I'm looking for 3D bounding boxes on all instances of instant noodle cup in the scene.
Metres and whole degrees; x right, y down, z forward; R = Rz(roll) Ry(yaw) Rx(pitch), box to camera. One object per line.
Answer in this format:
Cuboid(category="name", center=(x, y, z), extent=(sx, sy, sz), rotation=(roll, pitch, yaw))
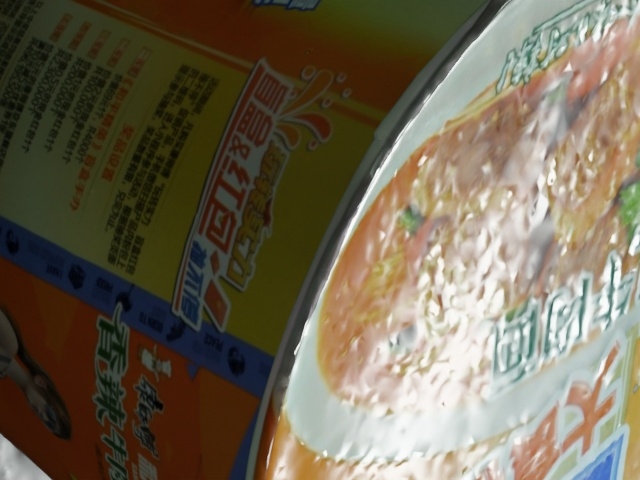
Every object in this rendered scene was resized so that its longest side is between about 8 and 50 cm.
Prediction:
Cuboid(category="instant noodle cup", center=(0.000, 0.000, 0.631), extent=(0.296, 0.214, 0.296), rotation=(-30, 132, -40))
